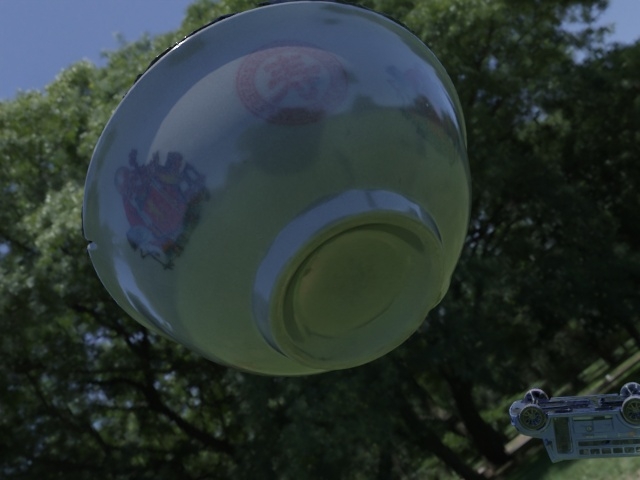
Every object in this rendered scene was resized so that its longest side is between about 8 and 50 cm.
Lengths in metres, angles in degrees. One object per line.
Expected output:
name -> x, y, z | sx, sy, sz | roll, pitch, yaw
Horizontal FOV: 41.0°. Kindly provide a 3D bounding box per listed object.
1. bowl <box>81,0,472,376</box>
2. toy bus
bowl -> 0.000, 0.000, 0.678 | 0.346, 0.157, 0.345 | -13, -53, -18
toy bus -> 0.304, 0.210, 0.978 | 0.167, 0.076, 0.073 | -8, 4, 19
